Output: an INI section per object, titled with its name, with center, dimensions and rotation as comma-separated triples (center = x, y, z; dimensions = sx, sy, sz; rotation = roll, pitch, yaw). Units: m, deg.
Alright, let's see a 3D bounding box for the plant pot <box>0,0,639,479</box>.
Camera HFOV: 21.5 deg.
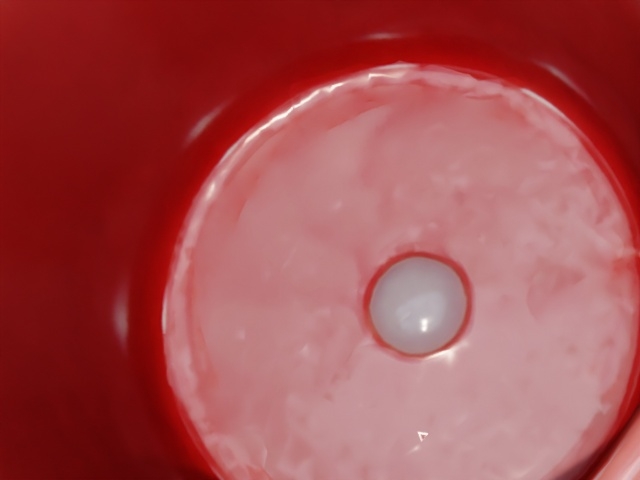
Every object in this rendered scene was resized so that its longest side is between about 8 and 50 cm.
[plant pot]
center = 0.000, 0.000, 0.487
dimensions = 0.275, 0.275, 0.243
rotation = -26, 161, 10
